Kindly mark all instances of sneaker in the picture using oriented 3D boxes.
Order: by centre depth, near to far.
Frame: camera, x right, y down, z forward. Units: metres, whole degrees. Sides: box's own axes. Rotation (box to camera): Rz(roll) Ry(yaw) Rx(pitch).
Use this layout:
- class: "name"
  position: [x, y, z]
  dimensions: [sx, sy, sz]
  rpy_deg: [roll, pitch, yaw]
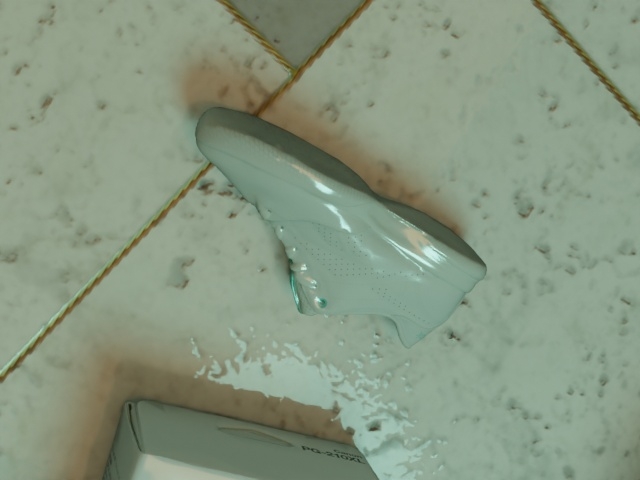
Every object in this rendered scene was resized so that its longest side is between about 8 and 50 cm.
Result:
- class: "sneaker"
  position: [0.000, 0.000, 0.775]
  dimensions: [0.212, 0.080, 0.094]
  rpy_deg: [32, 104, -17]

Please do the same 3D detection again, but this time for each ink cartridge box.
- class: "ink cartridge box"
  position: [-0.072, 0.242, 0.788]
  dimensions: [0.172, 0.100, 0.237]
  rpy_deg: [15, 97, -15]
